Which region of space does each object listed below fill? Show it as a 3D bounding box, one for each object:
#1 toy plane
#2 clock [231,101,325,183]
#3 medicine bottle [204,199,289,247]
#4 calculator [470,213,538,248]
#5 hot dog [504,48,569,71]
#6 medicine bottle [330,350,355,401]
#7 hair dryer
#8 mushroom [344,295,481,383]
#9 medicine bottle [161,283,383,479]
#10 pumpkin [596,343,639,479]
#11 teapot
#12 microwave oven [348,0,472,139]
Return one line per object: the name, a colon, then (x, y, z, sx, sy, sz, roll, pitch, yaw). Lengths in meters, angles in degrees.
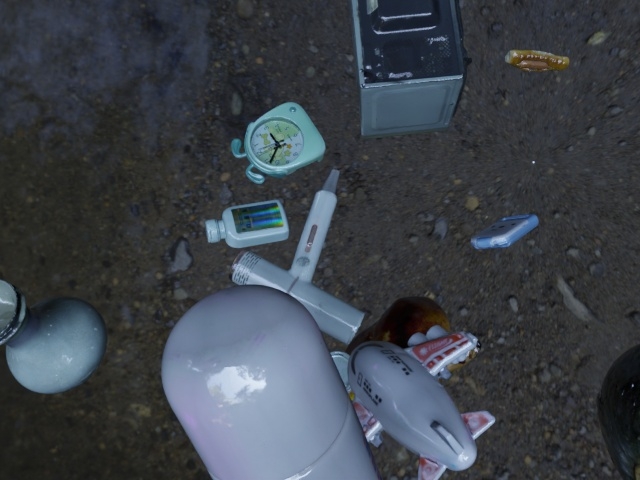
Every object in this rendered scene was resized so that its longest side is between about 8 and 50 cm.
toy plane: (0.118, 0.218, 0.776, 0.252, 0.252, 0.118, -21, 128, 22)
clock: (-0.096, -0.210, 1.258, 0.189, 0.060, 0.148, -28, 80, -11)
medicine bottle: (-0.213, -0.043, 1.639, 0.229, 0.083, 0.121, -11, 61, -14)
calculator: (0.499, -0.024, 1.543, 0.121, 0.210, 0.039, -4, 109, 52)
hot dog: (0.435, -0.357, 1.146, 0.137, 0.044, 0.028, 2, 64, -17)
medicine bottle: (0.056, 0.273, 1.033, 0.074, 0.218, 0.073, -9, 56, 14)
hair dryer: (0.008, 0.002, 0.645, 0.155, 0.044, 0.183, 29, 79, 8)
mushroom: (0.216, 0.316, 1.429, 0.260, 0.345, 0.345, 35, 110, -16)
medicine bottle: (-0.022, 0.187, 0.489, 0.131, 0.130, 0.340, -7, 121, 21)
pumpkin: (0.749, 0.384, 1.084, 0.344, 0.454, 0.453, -20, 90, -5)
teapot: (-0.492, 0.158, 0.980, 0.184, 0.250, 0.183, -4, 64, 7)
microwave oven: (0.174, -0.424, 1.168, 0.219, 0.286, 0.354, -5, 77, 3)
